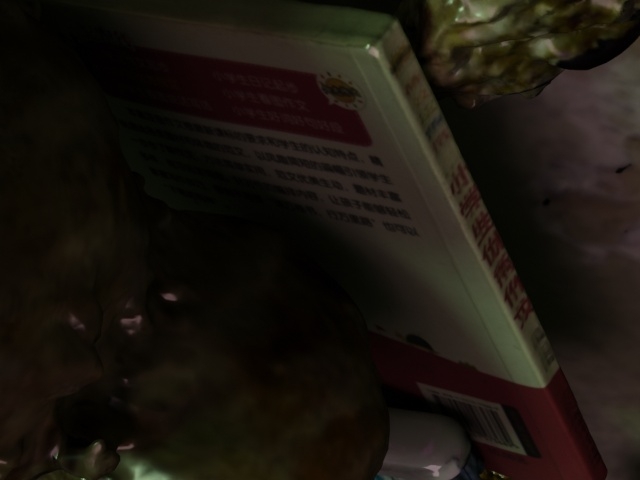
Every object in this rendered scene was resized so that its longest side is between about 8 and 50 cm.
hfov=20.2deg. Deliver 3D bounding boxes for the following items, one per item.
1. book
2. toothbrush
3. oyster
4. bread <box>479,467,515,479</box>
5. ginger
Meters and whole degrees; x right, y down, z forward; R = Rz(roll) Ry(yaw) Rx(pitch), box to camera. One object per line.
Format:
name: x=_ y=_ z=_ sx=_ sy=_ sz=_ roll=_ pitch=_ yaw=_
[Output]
book: x=0.000 y=0.000 z=0.630 sx=0.162 sy=0.022 sz=0.232 roll=13 pitch=146 yaw=38
toothbrush: x=-0.130 y=0.064 z=0.745 sx=0.418 sy=0.042 sz=0.040 roll=5 pitch=149 yaw=26
oyster: x=0.069 y=-0.094 z=0.507 sx=0.105 sy=0.056 sz=0.177 roll=30 pitch=136 yaw=-28
bread: x=0.056 y=0.097 z=0.719 sx=0.085 sy=0.085 sz=0.053 roll=5 pitch=148 yaw=15
ginger: x=-0.148 y=0.013 z=0.506 sx=0.256 sy=0.375 sz=0.176 roll=43 pitch=108 yaw=24
